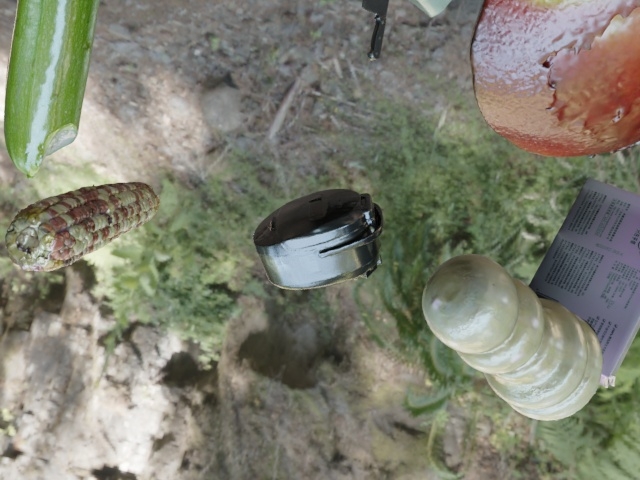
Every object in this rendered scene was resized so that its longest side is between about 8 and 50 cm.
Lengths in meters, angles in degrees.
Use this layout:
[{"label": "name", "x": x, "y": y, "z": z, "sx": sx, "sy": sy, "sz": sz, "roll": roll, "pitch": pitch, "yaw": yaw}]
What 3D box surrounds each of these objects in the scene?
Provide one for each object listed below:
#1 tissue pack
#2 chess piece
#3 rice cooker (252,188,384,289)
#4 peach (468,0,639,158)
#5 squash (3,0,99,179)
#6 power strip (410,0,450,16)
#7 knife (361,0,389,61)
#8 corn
[{"label": "tissue pack", "x": 0.379, "y": 0.058, "z": 0.975, "sx": 0.149, "sy": 0.246, "sz": 0.092, "roll": 27, "pitch": 171, "yaw": 28}, {"label": "chess piece", "x": 0.208, "y": 0.100, "z": 0.816, "sx": 0.143, "sy": 0.142, "sz": 0.261, "roll": 4, "pitch": 156, "yaw": 46}, {"label": "rice cooker", "x": 0.000, "y": 0.000, "z": 0.899, "sx": 0.165, "sy": 0.112, "sz": 0.106, "roll": -8, "pitch": 120, "yaw": 7}, {"label": "peach", "x": 0.208, "y": -0.122, "z": 0.499, "sx": 0.189, "sy": 0.068, "sz": 0.279, "roll": -36, "pitch": 139, "yaw": 16}, {"label": "squash", "x": -0.237, "y": -0.166, "z": 0.630, "sx": 0.069, "sy": 0.238, "sz": 0.069, "roll": 16, "pitch": -159, "yaw": -6}, {"label": "power strip", "x": 0.056, "y": -0.313, "z": 0.725, "sx": 0.118, "sy": 0.046, "sz": 0.270, "roll": 48, "pitch": -166, "yaw": 23}, {"label": "knife", "x": 0.118, "y": -0.511, "z": 1.532, "sx": 0.072, "sy": 0.245, "sz": 0.019, "roll": 8, "pitch": -178, "yaw": -35}, {"label": "corn", "x": -0.261, "y": -0.025, "z": 0.829, "sx": 0.080, "sy": 0.079, "sz": 0.237, "roll": 12, "pitch": -163, "yaw": 17}]
